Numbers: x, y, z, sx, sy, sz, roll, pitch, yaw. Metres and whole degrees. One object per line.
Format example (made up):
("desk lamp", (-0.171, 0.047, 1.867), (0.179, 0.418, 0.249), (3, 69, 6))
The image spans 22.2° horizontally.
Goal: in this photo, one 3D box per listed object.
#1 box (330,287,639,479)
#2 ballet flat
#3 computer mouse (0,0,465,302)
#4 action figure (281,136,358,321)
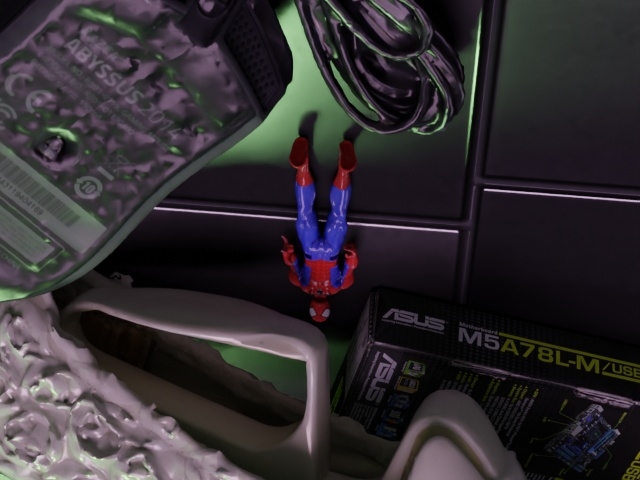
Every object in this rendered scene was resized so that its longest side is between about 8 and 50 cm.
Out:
("box", (0.092, 0.118, 0.901), (0.184, 0.045, 0.190), (11, 137, -7))
("ballet flat", (0.000, 0.116, 0.796), (0.409, 0.147, 0.147), (23, 138, 9))
("computer mouse", (-0.089, -0.069, 0.713), (0.272, 0.072, 0.188), (-31, 124, 19))
("action figure", (0.000, 0.000, 0.799), (0.038, 0.030, 0.115), (0, 139, 0))
